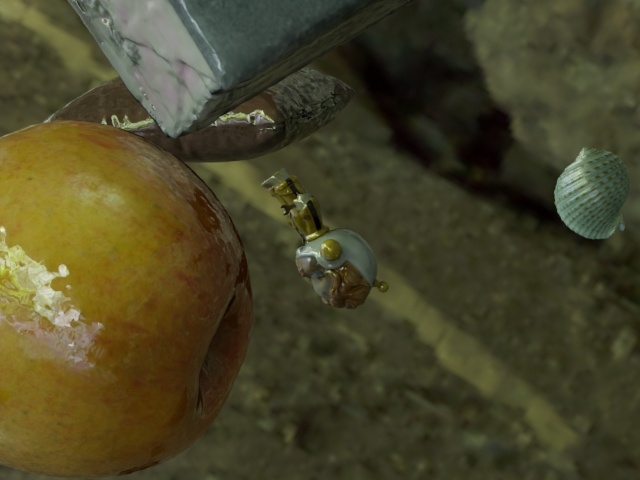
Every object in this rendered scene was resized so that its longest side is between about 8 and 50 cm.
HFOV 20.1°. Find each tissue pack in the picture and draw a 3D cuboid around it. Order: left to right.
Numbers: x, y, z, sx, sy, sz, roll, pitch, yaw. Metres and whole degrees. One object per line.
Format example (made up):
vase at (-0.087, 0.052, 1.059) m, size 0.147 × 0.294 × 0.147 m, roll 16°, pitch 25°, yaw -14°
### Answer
tissue pack at (-0.027, -0.282, 1.283) m, size 0.394 × 0.124 × 0.288 m, roll -34°, pitch 85°, yaw -34°

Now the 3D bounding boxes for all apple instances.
apple at (-0.186, 0.053, 1.445) m, size 0.275 × 0.299 × 0.299 m, roll 19°, pitch 6°, yaw 25°

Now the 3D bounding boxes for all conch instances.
conch at (0.261, -0.048, 1.725) m, size 0.056 × 0.076 × 0.085 m, roll 66°, pitch 4°, yaw -61°

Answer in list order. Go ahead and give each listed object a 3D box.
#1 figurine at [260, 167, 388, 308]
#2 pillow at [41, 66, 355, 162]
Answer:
figurine at (-0.002, 0.000, 1.656) m, size 0.143 × 0.068 × 0.101 m, roll 47°, pitch -17°, yaw 20°
pillow at (-0.142, -0.155, 2.131) m, size 0.305 × 0.108 × 0.308 m, roll -1°, pitch 11°, yaw 17°
